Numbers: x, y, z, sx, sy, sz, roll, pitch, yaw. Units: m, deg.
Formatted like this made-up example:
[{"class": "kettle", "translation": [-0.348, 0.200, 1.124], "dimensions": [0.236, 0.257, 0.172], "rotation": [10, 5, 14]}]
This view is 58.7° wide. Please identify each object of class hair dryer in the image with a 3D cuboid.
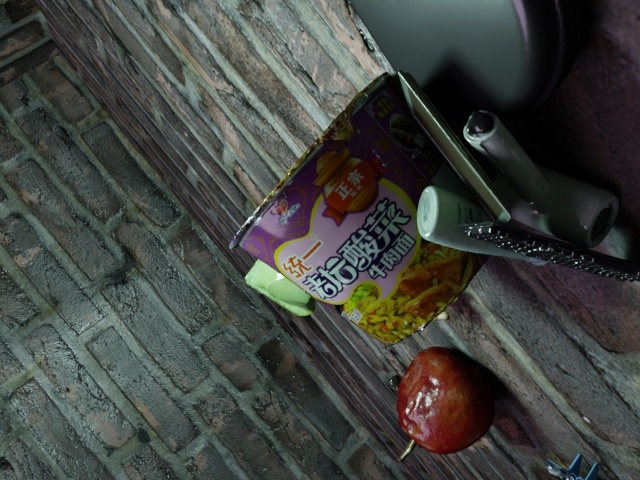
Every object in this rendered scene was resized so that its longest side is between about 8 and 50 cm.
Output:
[{"class": "hair dryer", "translation": [0.222, -0.074, 0.604], "dimensions": [0.131, 0.073, 0.236], "rotation": [33, 180, 43]}]

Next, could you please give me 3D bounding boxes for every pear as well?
[{"class": "pear", "translation": [0.000, 0.000, 1.209], "dimensions": [0.176, 0.286, 0.282], "rotation": [34, 140, -6]}]

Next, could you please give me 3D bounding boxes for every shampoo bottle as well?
[{"class": "shampoo bottle", "translation": [0.204, -0.008, 0.694], "dimensions": [0.191, 0.069, 0.041], "rotation": [18, 148, -24]}]

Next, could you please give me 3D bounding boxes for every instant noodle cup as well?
[{"class": "instant noodle cup", "translation": [0.076, -0.026, 0.815], "dimensions": [0.266, 0.340, 0.340], "rotation": [43, 163, -2]}]

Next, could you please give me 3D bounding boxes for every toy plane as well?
[{"class": "toy plane", "translation": [0.542, 0.525, 1.124], "dimensions": [0.246, 0.078, 0.169], "rotation": [57, 161, -20]}]

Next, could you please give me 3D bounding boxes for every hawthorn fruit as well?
[{"class": "hawthorn fruit", "translation": [0.259, 0.378, 1.248], "dimensions": [0.210, 0.266, 0.230], "rotation": [34, 168, -10]}]

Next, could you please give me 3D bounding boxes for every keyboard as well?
[{"class": "keyboard", "translation": [0.269, 0.015, 0.628], "dimensions": [0.231, 0.023, 0.072], "rotation": [14, 177, -15]}]

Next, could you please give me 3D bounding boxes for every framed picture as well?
[{"class": "framed picture", "translation": [0.147, -0.093, 0.617], "dimensions": [0.183, 0.011, 0.142], "rotation": [55, -171, 11]}]

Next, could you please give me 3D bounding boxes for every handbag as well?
[{"class": "handbag", "translation": [0.125, -0.258, 0.564], "dimensions": [0.308, 0.093, 0.254], "rotation": [54, 164, -10]}]

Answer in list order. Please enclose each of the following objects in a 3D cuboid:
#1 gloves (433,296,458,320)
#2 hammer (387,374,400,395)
[{"class": "gloves", "translation": [0.176, 0.085, 1.105], "dimensions": [0.164, 0.124, 0.203], "rotation": [53, -179, -43]}, {"class": "hammer", "translation": [0.300, 0.434, 1.605], "dimensions": [0.168, 0.044, 0.440], "rotation": [49, 163, 10]}]
